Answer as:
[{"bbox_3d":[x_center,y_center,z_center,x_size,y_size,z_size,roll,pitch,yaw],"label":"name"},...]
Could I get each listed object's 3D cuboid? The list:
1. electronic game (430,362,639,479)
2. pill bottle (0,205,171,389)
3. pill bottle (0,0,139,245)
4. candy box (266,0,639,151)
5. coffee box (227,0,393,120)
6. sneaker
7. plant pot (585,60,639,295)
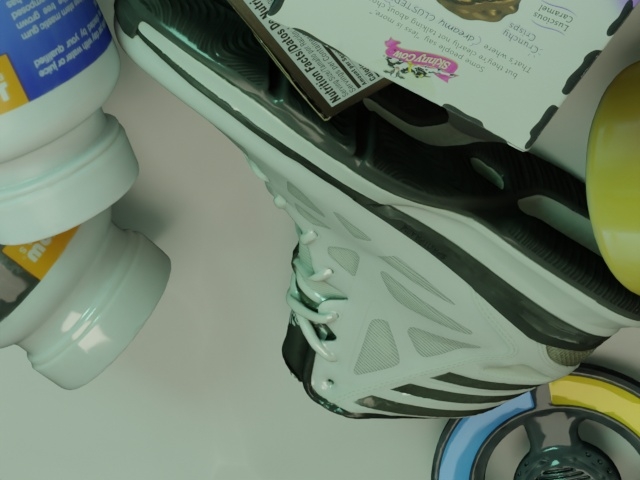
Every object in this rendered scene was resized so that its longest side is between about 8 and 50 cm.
[{"bbox_3d":[0.205,0.209,1.227,0.229,0.048,0.229,4,108,13],"label":"electronic game"},{"bbox_3d":[-0.257,-0.020,1.095,0.278,0.162,0.162,40,124,-20],"label":"pill bottle"},{"bbox_3d":[-0.219,-0.139,0.934,0.152,0.152,0.272,-14,116,19],"label":"pill bottle"},{"bbox_3d":[0.089,-0.167,0.768,0.165,0.070,0.196,26,127,-11],"label":"candy box"},{"bbox_3d":[0.096,-0.218,0.878,0.297,0.168,0.119,-27,118,28],"label":"coffee box"},{"bbox_3d":[0.000,0.001,1.063,0.447,0.169,0.257,33,124,-19],"label":"sneaker"},{"bbox_3d":[0.311,-0.044,0.929,0.239,0.254,0.254,-1,132,43],"label":"plant pot"}]
